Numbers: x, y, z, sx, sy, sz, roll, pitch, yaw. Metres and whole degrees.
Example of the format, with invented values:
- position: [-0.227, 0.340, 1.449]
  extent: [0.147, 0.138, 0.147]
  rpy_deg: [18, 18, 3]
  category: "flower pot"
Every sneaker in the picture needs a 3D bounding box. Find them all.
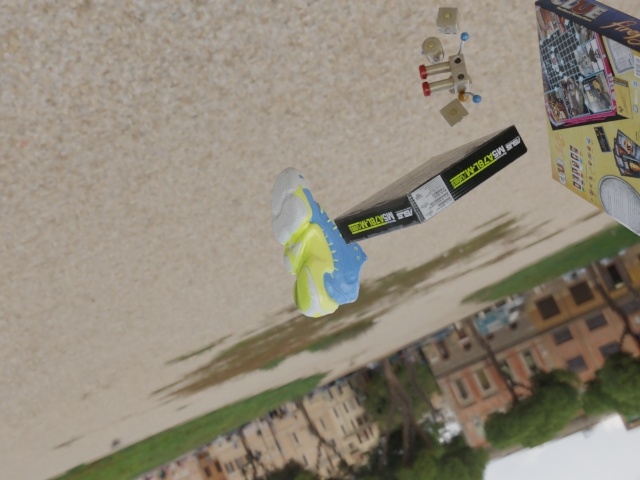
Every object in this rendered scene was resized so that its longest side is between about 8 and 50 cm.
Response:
- position: [0.000, 0.000, 1.386]
  extent: [0.126, 0.240, 0.091]
  rpy_deg: [-5, 170, -33]
  category: "sneaker"

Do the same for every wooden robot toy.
- position: [0.179, -0.229, 1.211]
  extent: [0.076, 0.173, 0.079]
  rpy_deg: [-11, 165, 14]
  category: "wooden robot toy"

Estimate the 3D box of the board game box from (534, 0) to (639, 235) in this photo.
- position: [0.308, -0.132, 0.935]
  extent: [0.042, 0.165, 0.243]
  rpy_deg: [-31, 133, -12]
  category: "board game box"

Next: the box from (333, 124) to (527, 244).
- position: [0.134, -0.067, 1.092]
  extent: [0.190, 0.045, 0.184]
  rpy_deg: [-33, -175, -28]
  category: "box"
